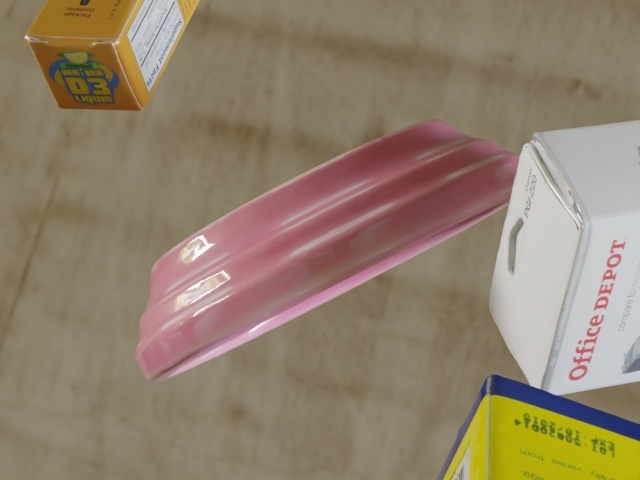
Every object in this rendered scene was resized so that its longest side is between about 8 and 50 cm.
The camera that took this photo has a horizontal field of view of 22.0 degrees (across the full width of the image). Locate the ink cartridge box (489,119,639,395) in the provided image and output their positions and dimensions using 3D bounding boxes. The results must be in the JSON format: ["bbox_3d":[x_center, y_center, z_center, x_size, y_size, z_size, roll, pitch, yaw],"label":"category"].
[{"bbox_3d":[0.231,0.004,1.047,0.218,0.092,0.158,-7,-46,-15],"label":"ink cartridge box"}]

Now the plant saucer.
[{"bbox_3d":[0.000,0.000,1.251,0.332,0.084,0.332,-28,-3,-2],"label":"plant saucer"}]

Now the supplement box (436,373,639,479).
[{"bbox_3d":[0.142,0.268,0.891,0.194,0.195,0.356,20,28,-4],"label":"supplement box"}]

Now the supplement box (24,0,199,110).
[{"bbox_3d":[-0.141,-0.203,1.273,0.078,0.233,0.080,5,-43,20],"label":"supplement box"}]
